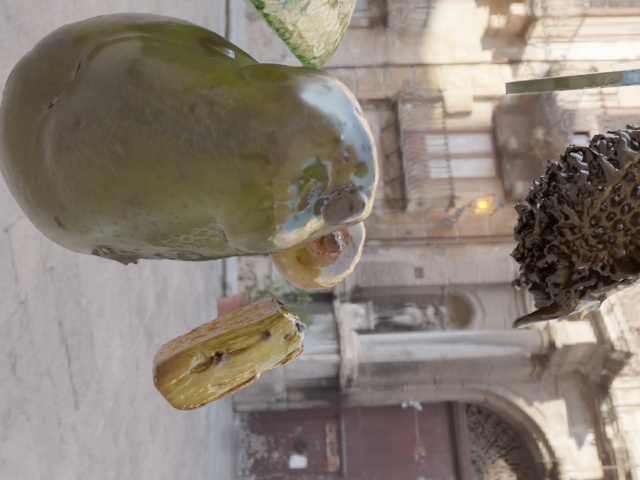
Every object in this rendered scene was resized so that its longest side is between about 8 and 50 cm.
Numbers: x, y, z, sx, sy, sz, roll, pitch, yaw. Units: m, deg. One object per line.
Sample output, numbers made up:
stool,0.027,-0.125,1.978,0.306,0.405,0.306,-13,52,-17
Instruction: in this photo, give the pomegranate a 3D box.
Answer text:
pomegranate,-0.006,0.001,1.454,0.207,0.207,0.207,179,-90,-87

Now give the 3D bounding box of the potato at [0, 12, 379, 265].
potato,-0.113,-0.078,0.597,0.218,0.351,0.202,-26,127,-50

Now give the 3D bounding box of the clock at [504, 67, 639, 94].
clock,0.422,-0.257,1.178,0.235,0.235,0.029,-110,-166,-79

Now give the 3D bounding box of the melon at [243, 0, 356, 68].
melon,-0.070,-0.347,0.697,0.343,0.226,0.331,-49,150,-76

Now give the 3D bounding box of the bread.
bread,-0.141,0.175,1.114,0.210,0.235,0.099,-170,-122,-79

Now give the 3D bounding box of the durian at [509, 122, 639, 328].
durian,0.176,-0.017,0.452,0.091,0.188,0.148,47,-13,-5
